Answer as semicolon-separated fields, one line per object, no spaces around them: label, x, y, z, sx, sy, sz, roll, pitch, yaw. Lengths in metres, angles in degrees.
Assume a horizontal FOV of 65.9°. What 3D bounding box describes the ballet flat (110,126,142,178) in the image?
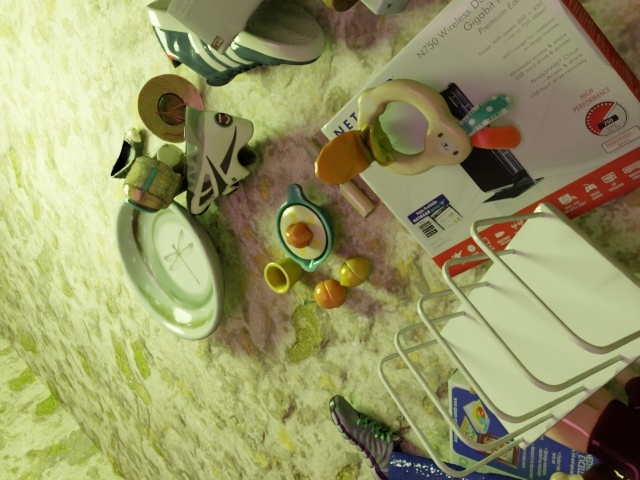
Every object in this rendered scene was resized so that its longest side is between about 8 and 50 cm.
ballet flat;-0.492;-0.215;1.253;0.057;0.049;0.173;47;132;11

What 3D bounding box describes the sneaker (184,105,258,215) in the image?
sneaker;-0.204;-0.140;1.009;0.330;0.146;0.122;126;141;-64

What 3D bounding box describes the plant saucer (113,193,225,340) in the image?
plant saucer;-0.356;0.051;1.231;0.400;0.100;0.400;19;122;33

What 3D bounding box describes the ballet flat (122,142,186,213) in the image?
ballet flat;-0.332;-0.149;1.043;0.348;0.123;0.123;-122;21;-71

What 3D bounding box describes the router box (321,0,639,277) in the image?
router box;0.212;-0.141;0.650;0.301;0.082;0.335;48;134;-6

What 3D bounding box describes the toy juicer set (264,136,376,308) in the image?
toy juicer set;0.000;0.000;0.927;0.209;0.089;0.329;31;126;25

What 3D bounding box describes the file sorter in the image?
file sorter;0.218;0.126;0.598;0.193;0.173;0.278;55;137;34

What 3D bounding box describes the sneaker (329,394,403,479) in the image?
sneaker;0.115;0.408;1.048;0.098;0.083;0.224;-39;88;22

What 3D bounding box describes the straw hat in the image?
straw hat;-0.321;-0.283;1.070;0.061;0.144;0.144;-136;31;-73

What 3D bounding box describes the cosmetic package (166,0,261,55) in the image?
cosmetic package;-0.119;-0.401;0.732;0.107;0.238;0.127;36;135;-20

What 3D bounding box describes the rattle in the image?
rattle;0.116;-0.116;0.580;0.199;0.142;0.130;19;116;27

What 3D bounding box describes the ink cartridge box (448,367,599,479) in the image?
ink cartridge box;0.369;0.387;0.825;0.307;0.072;0.304;8;114;34

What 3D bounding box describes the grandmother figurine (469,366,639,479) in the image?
grandmother figurine;0.378;0.253;0.666;0.342;0.104;0.208;23;83;43

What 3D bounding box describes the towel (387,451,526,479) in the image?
towel;0.275;0.493;0.865;0.308;0.076;0.228;-8;99;43

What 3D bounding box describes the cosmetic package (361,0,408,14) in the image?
cosmetic package;0.048;-0.436;0.690;0.231;0.085;0.117;47;131;9

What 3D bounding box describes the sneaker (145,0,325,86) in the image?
sneaker;-0.144;-0.339;0.880;0.350;0.131;0.148;23;144;23

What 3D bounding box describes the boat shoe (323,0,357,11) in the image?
boat shoe;0.070;-0.441;0.562;0.123;0.123;0.342;36;101;11
